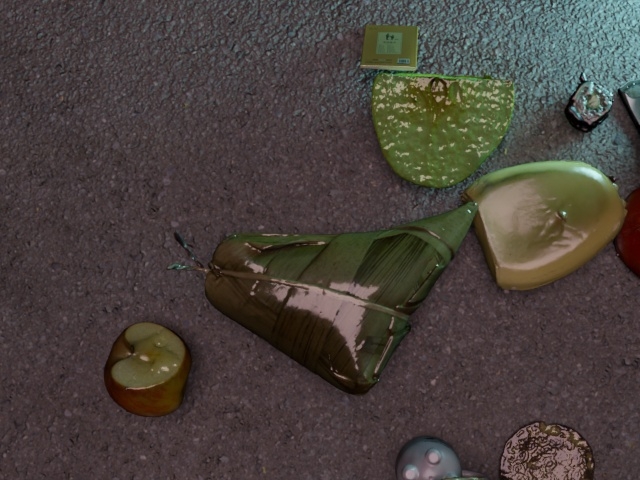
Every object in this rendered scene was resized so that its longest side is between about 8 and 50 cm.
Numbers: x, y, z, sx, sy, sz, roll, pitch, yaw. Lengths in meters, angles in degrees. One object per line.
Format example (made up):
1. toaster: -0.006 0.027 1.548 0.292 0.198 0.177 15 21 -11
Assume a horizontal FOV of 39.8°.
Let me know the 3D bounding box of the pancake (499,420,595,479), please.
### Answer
1. pancake: 0.461 0.465 1.809 0.199 0.021 0.199 -1 83 5

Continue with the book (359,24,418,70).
1. book: 0.148 -0.412 1.885 0.118 0.012 0.172 4 43 5

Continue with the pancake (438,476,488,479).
1. pancake: 0.272 0.563 1.721 0.282 0.049 0.282 -6 120 -10

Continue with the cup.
1. cup: 0.233 0.477 1.766 0.173 0.142 0.134 39 87 7

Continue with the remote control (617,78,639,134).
1. remote control: 0.697 -0.241 1.868 0.059 0.028 0.212 -25 82 3

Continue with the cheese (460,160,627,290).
1. cheese: 0.470 -0.045 1.816 0.315 0.128 0.260 -16 80 1

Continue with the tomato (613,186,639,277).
1. tomato: 0.721 -0.013 1.807 0.228 0.101 0.228 0 86 6

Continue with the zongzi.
1. zongzi: 0.000 0.003 1.811 0.500 0.218 0.467 32 81 5

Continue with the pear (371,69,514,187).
1. pear: 0.246 -0.232 1.857 0.288 0.139 0.239 3 98 1

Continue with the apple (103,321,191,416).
1. apple: -0.356 0.270 1.825 0.173 0.160 0.195 16 45 -8

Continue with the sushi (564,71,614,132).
1. sushi: 0.557 -0.284 1.857 0.098 0.084 0.094 41 92 12
